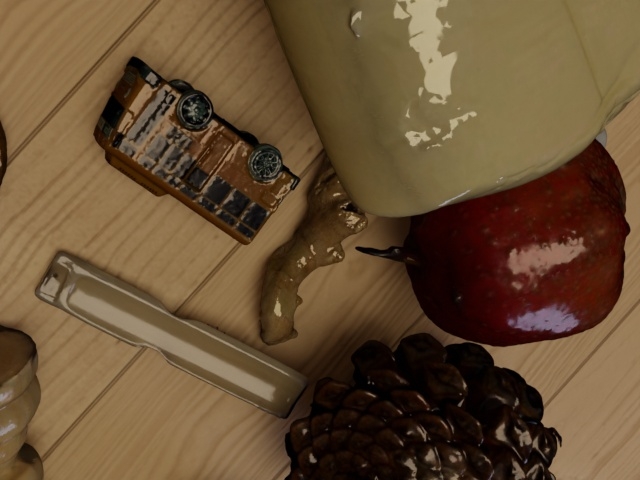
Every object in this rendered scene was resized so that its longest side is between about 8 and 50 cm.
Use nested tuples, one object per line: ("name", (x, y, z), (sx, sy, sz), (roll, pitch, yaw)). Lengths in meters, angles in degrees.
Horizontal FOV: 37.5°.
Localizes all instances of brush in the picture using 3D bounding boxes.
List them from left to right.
("brush", (-0.161, 0.106, 1.058), (0.321, 0.050, 0.060), (30, 97, -18))

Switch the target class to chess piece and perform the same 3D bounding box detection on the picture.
("chess piece", (-0.345, 0.233, 0.983), (0.142, 0.143, 0.261), (-12, 115, -17))

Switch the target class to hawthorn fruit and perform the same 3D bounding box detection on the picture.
("hawthorn fruit", (0.187, -0.007, 1.054), (0.300, 0.254, 0.254), (1, 107, -5))

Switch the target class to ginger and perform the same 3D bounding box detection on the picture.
("ginger", (0.000, 0.000, 1.068), (0.089, 0.075, 0.288), (27, 100, 16))

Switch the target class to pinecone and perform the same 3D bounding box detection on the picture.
("pinecone", (0.124, 0.232, 1.085), (0.296, 0.298, 0.242), (13, 61, -48))

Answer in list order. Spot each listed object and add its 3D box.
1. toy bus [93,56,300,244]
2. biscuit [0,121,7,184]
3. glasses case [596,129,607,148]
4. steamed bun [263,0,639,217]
("toy bus", (-0.134, -0.091, 0.974), (0.201, 0.098, 0.114), (36, 92, -28))
("biscuit", (-0.412, -0.080, 0.904), (0.212, 0.036, 0.212), (-6, 108, -18))
("glasses case", (0.273, -0.140, 1.141), (0.178, 0.045, 0.067), (23, 97, -25))
("steamed bun", (0.153, -0.262, 0.922), (0.456, 0.290, 0.371), (-32, 117, -19))
